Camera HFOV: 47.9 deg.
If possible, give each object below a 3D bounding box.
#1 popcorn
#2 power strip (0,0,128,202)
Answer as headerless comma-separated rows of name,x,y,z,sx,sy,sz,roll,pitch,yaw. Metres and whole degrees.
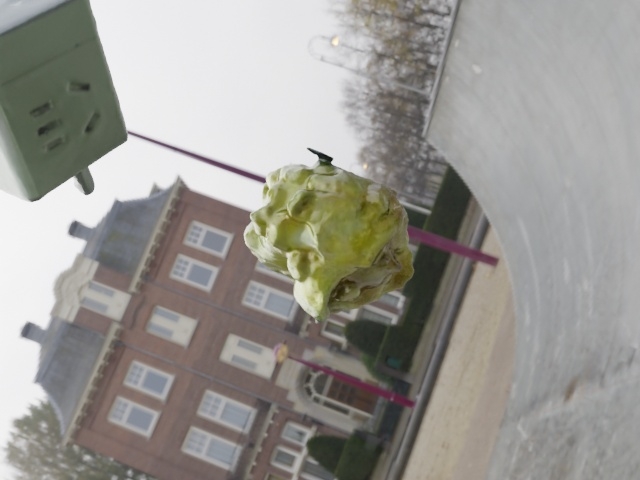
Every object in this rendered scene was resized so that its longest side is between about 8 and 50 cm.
popcorn,0.005,-0.011,0.695,0.142,0.173,0.173,-50,-6,8
power strip,-0.294,-0.129,0.721,0.140,0.139,0.224,-46,-35,-38
